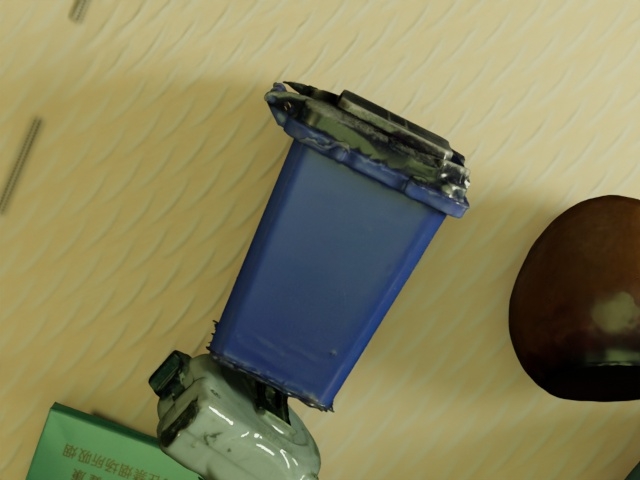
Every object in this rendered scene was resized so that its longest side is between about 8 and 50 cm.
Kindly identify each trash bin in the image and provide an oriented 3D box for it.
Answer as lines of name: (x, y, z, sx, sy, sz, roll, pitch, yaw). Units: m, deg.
trash bin: (0.000, 0.000, 1.417, 0.184, 0.162, 0.235, 26, 100, -2)

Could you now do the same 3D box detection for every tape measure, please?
tape measure: (-0.007, 0.205, 1.461, 0.084, 0.164, 0.330, -44, 119, 15)

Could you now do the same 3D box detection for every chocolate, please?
chocolate: (0.238, 0.046, 1.429, 0.176, 0.177, 0.177, 0, 95, 0)

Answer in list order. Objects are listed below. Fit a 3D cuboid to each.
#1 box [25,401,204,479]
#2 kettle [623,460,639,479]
box: (-0.192, 0.274, 1.491, 0.162, 0.041, 0.229, 20, 94, -2)
kettle: (0.346, 0.302, 1.425, 0.319, 0.247, 0.342, 23, 87, -34)
